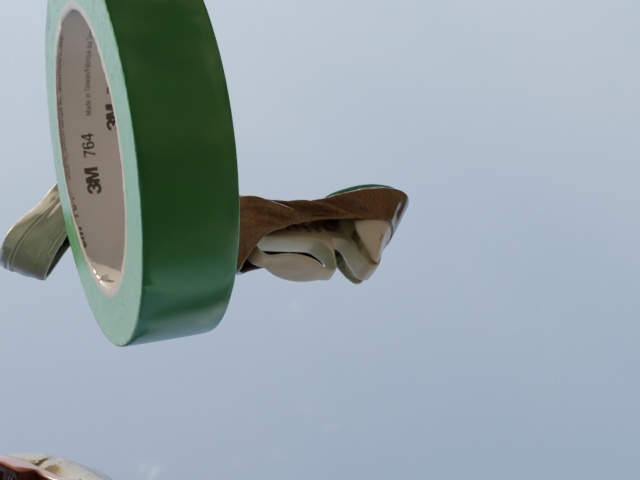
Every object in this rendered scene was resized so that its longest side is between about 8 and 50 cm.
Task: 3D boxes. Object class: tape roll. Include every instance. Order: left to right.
[{"bbox_3d":[-0.153,-0.077,1.030,0.077,0.321,0.321,-10,-123,-21],"label":"tape roll"}]

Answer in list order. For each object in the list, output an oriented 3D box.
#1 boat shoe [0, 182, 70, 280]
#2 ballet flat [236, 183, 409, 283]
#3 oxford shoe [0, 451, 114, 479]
[{"bbox_3d":[-0.258,-0.020,1.302,0.063,0.066,0.184,28,-148,5],"label":"boat shoe"},{"bbox_3d":[0.000,0.000,1.616,0.342,0.116,0.124,-1,-136,-41],"label":"ballet flat"},{"bbox_3d":[-0.228,0.297,1.357,0.348,0.123,0.130,19,-166,33],"label":"oxford shoe"}]
